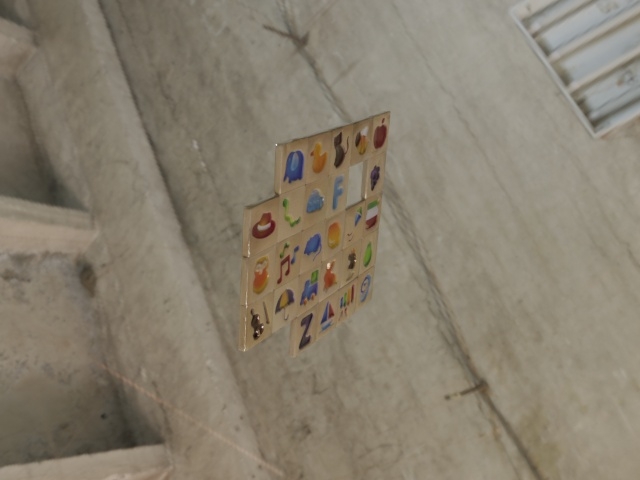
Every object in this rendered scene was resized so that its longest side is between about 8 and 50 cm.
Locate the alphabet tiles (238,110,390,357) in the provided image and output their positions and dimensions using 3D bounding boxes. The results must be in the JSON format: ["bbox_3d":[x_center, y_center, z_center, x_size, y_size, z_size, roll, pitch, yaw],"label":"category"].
[{"bbox_3d":[0.000,0.000,0.683,0.009,0.198,0.237,15,-158,26],"label":"alphabet tiles"}]
